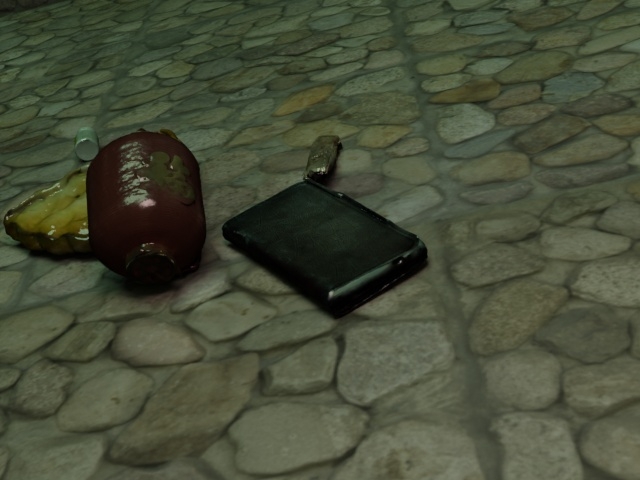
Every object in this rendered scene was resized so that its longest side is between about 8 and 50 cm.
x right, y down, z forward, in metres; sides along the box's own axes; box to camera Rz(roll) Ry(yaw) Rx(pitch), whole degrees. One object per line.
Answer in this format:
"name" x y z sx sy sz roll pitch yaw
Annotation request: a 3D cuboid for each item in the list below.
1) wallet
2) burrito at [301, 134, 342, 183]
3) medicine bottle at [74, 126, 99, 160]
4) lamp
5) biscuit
"wallet" 0.000 0.000 1.388 0.172 0.045 0.318 -31 32 -21
"burrito" 0.003 -0.133 1.631 0.051 0.042 0.171 -19 25 16
"medicine bottle" -0.459 -0.191 1.961 0.047 0.047 0.083 -19 28 -5
"lamp" -0.248 -0.051 1.448 0.180 0.180 0.258 -14 50 3
"biscuit" -0.365 -0.072 1.676 0.335 0.078 0.329 -14 31 4
